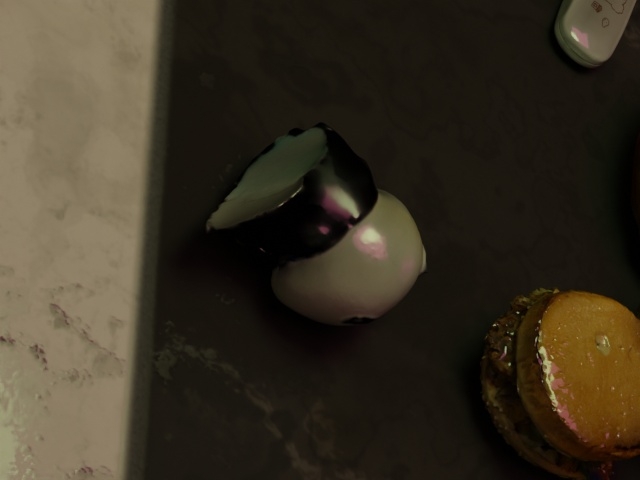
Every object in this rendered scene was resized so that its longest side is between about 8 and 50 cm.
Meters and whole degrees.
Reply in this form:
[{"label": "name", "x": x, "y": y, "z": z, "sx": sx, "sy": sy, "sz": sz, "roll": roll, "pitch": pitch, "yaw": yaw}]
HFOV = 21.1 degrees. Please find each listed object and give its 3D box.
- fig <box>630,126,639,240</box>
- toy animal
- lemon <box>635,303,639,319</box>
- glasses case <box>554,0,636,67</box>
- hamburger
[{"label": "fig", "x": 0.443, "y": -0.077, "z": 1.858, "sx": 0.224, "sy": 0.224, "sz": 0.263, "roll": 39, "pitch": 47, "yaw": -14}, {"label": "toy animal", "x": 0.000, "y": 0.000, "z": 1.550, "sx": 0.166, "sy": 0.138, "sz": 0.179, "roll": -47, "pitch": 107, "yaw": -21}, {"label": "lemon", "x": 0.409, "y": 0.123, "z": 1.735, "sx": 0.192, "sy": 0.192, "sz": 0.231, "roll": 2, "pitch": 65, "yaw": -35}, {"label": "glasses case", "x": 0.319, "y": -0.273, "z": 1.970, "sx": 0.074, "sy": 0.049, "sz": 0.193, "roll": 39, "pitch": 51, "yaw": -14}, {"label": "hamburger", "x": 0.233, "y": 0.135, "z": 1.651, "sx": 0.191, "sy": 0.118, "sz": 0.181, "roll": 28, "pitch": 50, "yaw": -26}]
